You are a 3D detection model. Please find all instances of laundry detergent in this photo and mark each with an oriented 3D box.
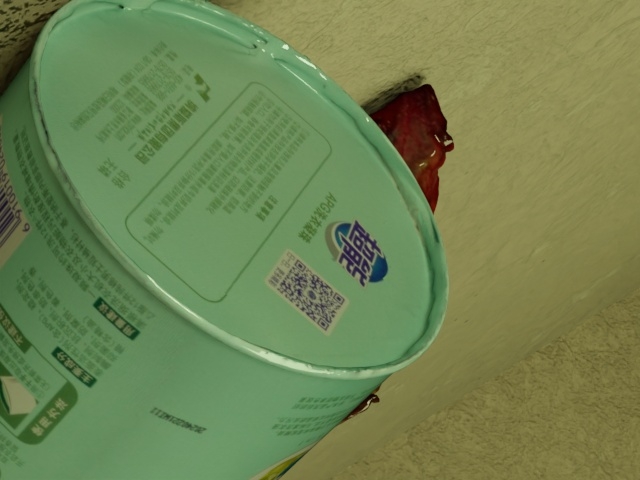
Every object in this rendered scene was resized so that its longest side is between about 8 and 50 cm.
[{"bbox_3d":[-0.125,0.050,1.015,0.287,0.287,0.305,-15,154,-52],"label":"laundry detergent"}]

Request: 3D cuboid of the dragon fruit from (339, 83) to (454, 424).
[{"bbox_3d":[0.000,0.000,1.397,0.330,0.302,0.240,-51,132,-1],"label":"dragon fruit"}]
